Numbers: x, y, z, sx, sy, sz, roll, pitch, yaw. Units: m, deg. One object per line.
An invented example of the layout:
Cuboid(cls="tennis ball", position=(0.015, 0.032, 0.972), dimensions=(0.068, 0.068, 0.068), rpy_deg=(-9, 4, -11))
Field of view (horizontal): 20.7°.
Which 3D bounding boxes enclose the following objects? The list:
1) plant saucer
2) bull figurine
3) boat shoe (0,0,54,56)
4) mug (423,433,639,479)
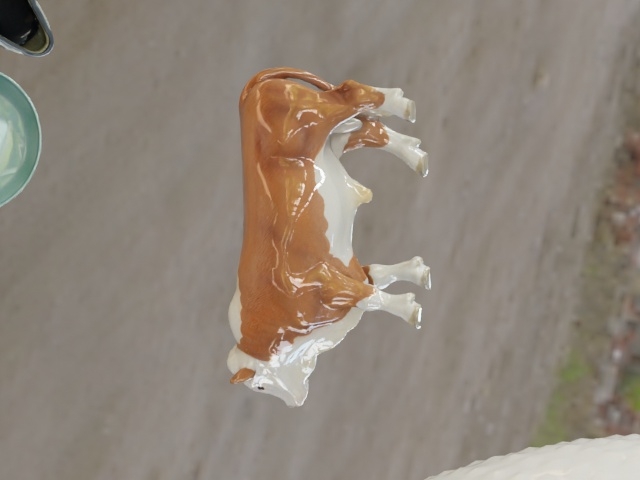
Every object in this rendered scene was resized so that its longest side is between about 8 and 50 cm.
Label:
Cuboid(cls="plant saucer", position=(-0.277, -0.078, 1.375), dimensions=(0.021, 0.119, 0.119), rpy_deg=(106, -5, -88))
Cuboid(cls="bull figurine", position=(0.000, 0.000, 1.556), dimensions=(0.101, 0.188, 0.310), rpy_deg=(-25, 113, -75))
Cuboid(cls="boat shoe", position=(-0.382, -0.289, 1.951), dimensions=(0.095, 0.079, 0.254), rpy_deg=(-45, 143, -10))
Cuboid(cls="mug", position=(0.116, 0.250, 1.000), dimensions=(0.374, 0.328, 0.276), rpy_deg=(17, 53, -54))
